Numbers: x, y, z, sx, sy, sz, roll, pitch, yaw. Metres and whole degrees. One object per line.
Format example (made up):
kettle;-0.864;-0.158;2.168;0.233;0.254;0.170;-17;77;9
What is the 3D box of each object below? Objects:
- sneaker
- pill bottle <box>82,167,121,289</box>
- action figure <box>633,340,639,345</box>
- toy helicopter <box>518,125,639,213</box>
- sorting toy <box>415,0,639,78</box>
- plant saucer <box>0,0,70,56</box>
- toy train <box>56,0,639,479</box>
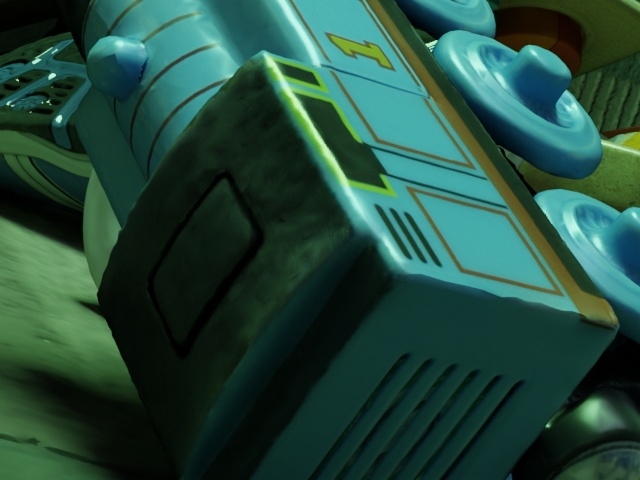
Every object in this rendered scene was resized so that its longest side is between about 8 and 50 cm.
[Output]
sneaker;-0.036;-0.021;0.638;0.211;0.081;0.080;6;34;23
pill bottle;0.000;0.000;0.535;0.120;0.067;0.067;14;8;-46
action figure;0.185;0.016;0.721;0.091;0.139;0.280;19;3;-23
toy helicopter;0.088;-0.050;1.020;0.355;0.140;0.235;17;4;11
sorting toy;0.019;-0.099;1.108;0.229;0.041;0.307;18;-27;-40
plant saucer;-0.089;-0.117;0.821;0.277;0.041;0.278;-17;2;0
toy train;0.002;-0.015;0.396;0.105;0.080;0.184;17;31;-38
